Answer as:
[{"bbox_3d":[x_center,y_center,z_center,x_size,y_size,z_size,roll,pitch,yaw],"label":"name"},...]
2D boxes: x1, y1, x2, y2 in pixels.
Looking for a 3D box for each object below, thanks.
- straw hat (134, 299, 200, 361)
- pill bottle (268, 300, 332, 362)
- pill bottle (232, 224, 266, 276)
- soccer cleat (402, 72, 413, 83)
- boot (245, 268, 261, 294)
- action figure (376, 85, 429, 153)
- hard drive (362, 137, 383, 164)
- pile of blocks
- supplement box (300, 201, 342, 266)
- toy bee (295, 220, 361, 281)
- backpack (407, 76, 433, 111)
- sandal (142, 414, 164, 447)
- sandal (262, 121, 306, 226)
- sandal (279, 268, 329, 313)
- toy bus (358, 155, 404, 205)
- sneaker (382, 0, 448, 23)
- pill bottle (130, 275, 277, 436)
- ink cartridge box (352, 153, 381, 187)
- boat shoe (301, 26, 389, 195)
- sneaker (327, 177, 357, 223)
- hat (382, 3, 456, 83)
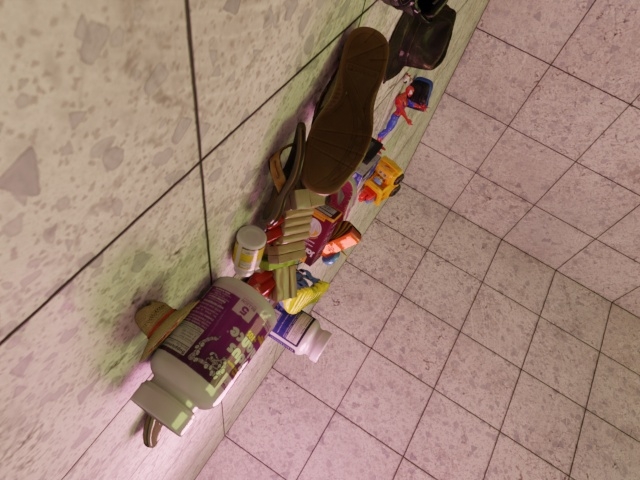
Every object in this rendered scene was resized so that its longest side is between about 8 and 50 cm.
[{"bbox_3d":[-0.271,0.131,0.757,0.144,0.061,0.144,-46,-177,3],"label":"straw hat"},{"bbox_3d":[-0.096,0.337,1.731,0.153,0.264,0.153,-56,171,-14],"label":"pill bottle"},{"bbox_3d":[-0.159,0.027,1.005,0.065,0.065,0.116,-50,168,-44],"label":"pill bottle"},{"bbox_3d":[0.317,-0.587,1.674,0.036,0.029,0.083,-52,170,15],"label":"soccer cleat"},{"bbox_3d":[-0.218,0.211,1.247,0.176,0.088,0.244,-44,155,-57],"label":"boot"},{"bbox_3d":[0.320,-0.458,1.790,0.091,0.139,0.280,-48,164,-55],"label":"action figure"},{"bbox_3d":[0.082,-0.253,1.157,0.094,0.135,0.022,-50,171,-42],"label":"hard drive"},{"bbox_3d":[-0.106,-0.009,1.064,0.112,0.149,0.362,-12,130,-44],"label":"pile of blocks"},{"bbox_3d":[-0.023,-0.028,1.431,0.081,0.104,0.188,-42,162,-58],"label":"supplement box"},{"bbox_3d":[0.000,0.000,1.594,0.162,0.298,0.195,-90,162,-50],"label":"toy bee"},{"bbox_3d":[0.405,-0.607,1.872,0.101,0.097,0.120,-57,161,-47],"label":"backpack"},{"bbox_3d":[-0.337,0.383,1.149,0.303,0.086,0.120,-56,171,-16],"label":"sandal"},{"bbox_3d":[-0.082,-0.132,0.910,0.219,0.060,0.090,-63,-159,25],"label":"sandal"},{"bbox_3d":[-0.085,0.181,1.716,0.126,0.138,0.317,-52,166,12],"label":"sandal"},{"bbox_3d":[0.275,-0.269,2.204,0.211,0.149,0.220,-38,162,-19],"label":"toy bus"},{"bbox_3d":[0.217,-0.529,1.000,0.087,0.130,0.227,-62,173,31],"label":"sneaker"},{"bbox_3d":[-0.236,0.234,0.944,0.301,0.169,0.169,-54,170,-29],"label":"pill bottle"},{"bbox_3d":[0.175,-0.277,1.865,0.207,0.046,0.097,-49,168,-48],"label":"ink cartridge box"},{"bbox_3d":[0.043,-0.258,0.951,0.123,0.123,0.342,-158,-97,-78],"label":"boat shoe"},{"bbox_3d":[0.074,-0.125,1.639,0.111,0.103,0.252,-45,164,-50],"label":"sneaker"},{"bbox_3d":[0.308,-0.578,1.319,0.331,0.134,0.331,-57,172,-13],"label":"hat"}]
